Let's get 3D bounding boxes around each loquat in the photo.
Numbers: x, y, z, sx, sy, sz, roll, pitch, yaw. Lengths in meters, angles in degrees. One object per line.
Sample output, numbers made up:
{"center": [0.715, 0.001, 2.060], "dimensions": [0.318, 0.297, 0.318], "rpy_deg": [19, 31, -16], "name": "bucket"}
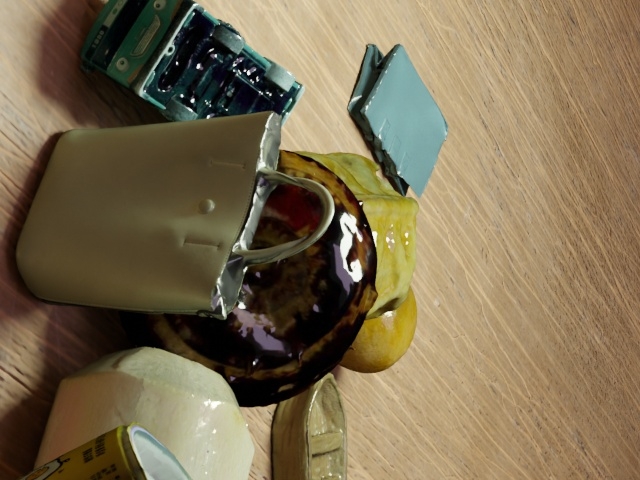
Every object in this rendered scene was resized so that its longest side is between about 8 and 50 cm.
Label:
{"center": [0.064, 0.105, 2.229], "dimensions": [0.163, 0.137, 0.163], "rpy_deg": [-26, 124, -46], "name": "loquat"}

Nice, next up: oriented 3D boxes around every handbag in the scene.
{"center": [0.116, -0.178, 2.430], "dimensions": [0.221, 0.057, 0.144], "rpy_deg": [57, 45, -47], "name": "handbag"}
{"center": [-0.141, -0.031, 1.635], "dimensions": [0.109, 0.315, 0.241], "rpy_deg": [52, 45, -47], "name": "handbag"}

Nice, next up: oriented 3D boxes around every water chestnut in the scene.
{"center": [-0.080, 0.041, 1.812], "dimensions": [0.300, 0.300, 0.300], "rpy_deg": [2, 88, -63], "name": "water chestnut"}

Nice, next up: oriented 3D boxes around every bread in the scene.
{"center": [-0.004, -0.004, 2.042], "dimensions": [0.252, 0.196, 0.238], "rpy_deg": [15, 80, -59], "name": "bread"}

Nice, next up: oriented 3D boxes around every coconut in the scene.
{"center": [-0.186, 0.236, 1.661], "dimensions": [0.241, 0.241, 0.241], "rpy_deg": [2, 88, -63], "name": "coconut"}

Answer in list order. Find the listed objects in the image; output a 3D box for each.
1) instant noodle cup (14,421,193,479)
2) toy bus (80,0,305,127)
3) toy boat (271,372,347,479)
{"center": [-0.201, 0.327, 1.423], "dimensions": [0.325, 0.254, 0.325], "rpy_deg": [55, 1, -1], "name": "instant noodle cup"}
{"center": [-0.144, -0.188, 1.812], "dimensions": [0.128, 0.147, 0.256], "rpy_deg": [-58, 148, 0], "name": "toy bus"}
{"center": [-0.014, 0.266, 2.157], "dimensions": [0.116, 0.061, 0.188], "rpy_deg": [4, 86, -61], "name": "toy boat"}
